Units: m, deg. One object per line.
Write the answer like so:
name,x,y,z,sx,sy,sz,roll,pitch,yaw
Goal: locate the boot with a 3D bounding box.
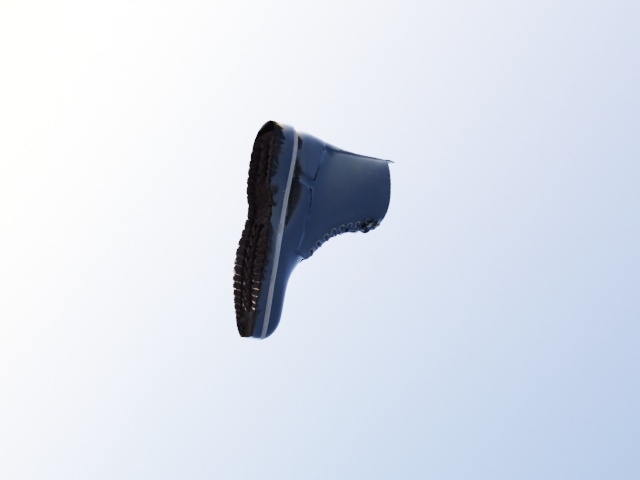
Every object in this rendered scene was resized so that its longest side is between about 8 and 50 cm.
boot,0.000,0.000,1.037,0.077,0.137,0.198,-1,-102,64
